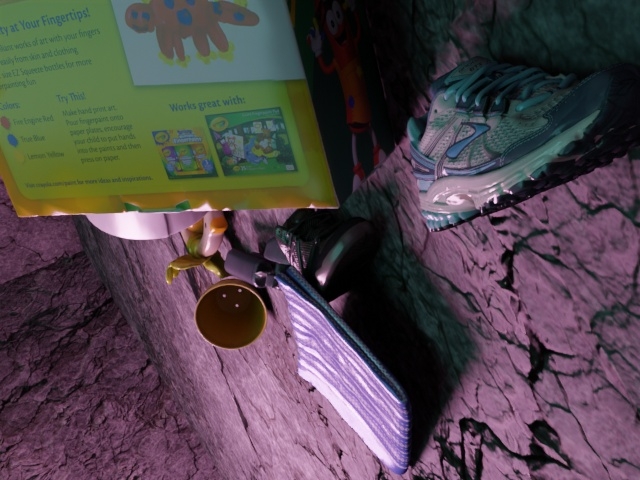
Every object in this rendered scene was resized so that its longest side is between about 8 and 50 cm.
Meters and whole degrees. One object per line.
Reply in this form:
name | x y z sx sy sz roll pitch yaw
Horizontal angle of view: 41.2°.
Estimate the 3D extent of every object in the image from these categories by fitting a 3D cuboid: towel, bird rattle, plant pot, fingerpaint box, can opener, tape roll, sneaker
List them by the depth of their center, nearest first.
sneaker | 0.133 -0.087 0.651 0.122 0.110 0.283 68 159 3
fingerpaint box | -0.181 -0.225 0.897 0.445 0.163 0.371 -1 117 30
sneaker | 0.000 0.000 1.096 0.130 0.087 0.227 55 163 10
towel | 0.035 0.194 1.173 0.243 0.040 0.336 45 163 25
can opener | -0.076 0.031 1.373 0.283 0.076 0.095 16 95 64
tape roll | -0.301 -0.144 1.447 0.246 0.246 0.169 51 155 35
plant pot | -0.166 0.125 1.608 0.095 0.134 0.134 -96 -10 -71
bird rattle | -0.232 -0.048 1.622 0.207 0.143 0.253 -50 48 50
